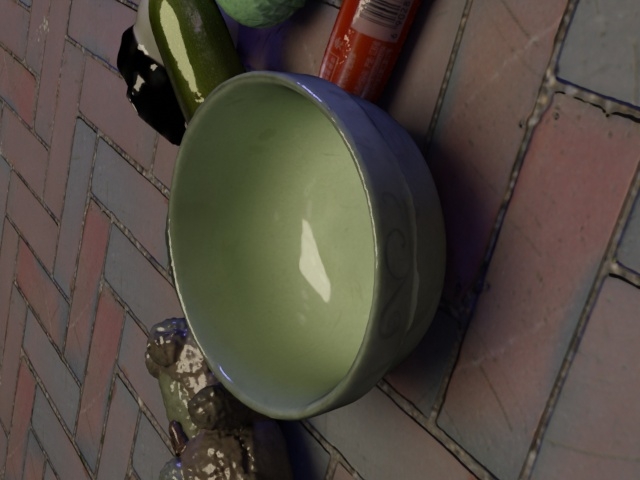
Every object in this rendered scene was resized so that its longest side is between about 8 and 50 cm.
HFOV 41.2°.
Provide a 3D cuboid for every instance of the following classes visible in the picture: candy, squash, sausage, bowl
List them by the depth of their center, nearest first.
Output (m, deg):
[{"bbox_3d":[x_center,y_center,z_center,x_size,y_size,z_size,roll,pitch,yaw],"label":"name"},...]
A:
[{"bbox_3d":[0.000,0.000,0.792,0.307,0.163,0.308,11,104,51],"label":"bowl"},{"bbox_3d":[0.057,-0.222,0.803,0.074,0.074,0.274,50,129,41],"label":"sausage"},{"bbox_3d":[0.011,-0.418,0.860,0.440,0.119,0.119,-59,46,25],"label":"candy"},{"bbox_3d":[-0.109,-0.141,0.963,0.094,0.094,0.341,-6,107,53],"label":"squash"}]

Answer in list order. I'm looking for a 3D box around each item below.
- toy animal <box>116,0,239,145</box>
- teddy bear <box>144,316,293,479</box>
[{"bbox_3d":[-0.172,-0.238,1.073,0.166,0.138,0.179,49,122,16],"label":"toy animal"},{"bbox_3d":[-0.118,0.212,0.979,0.236,0.151,0.267,120,142,-69],"label":"teddy bear"}]
